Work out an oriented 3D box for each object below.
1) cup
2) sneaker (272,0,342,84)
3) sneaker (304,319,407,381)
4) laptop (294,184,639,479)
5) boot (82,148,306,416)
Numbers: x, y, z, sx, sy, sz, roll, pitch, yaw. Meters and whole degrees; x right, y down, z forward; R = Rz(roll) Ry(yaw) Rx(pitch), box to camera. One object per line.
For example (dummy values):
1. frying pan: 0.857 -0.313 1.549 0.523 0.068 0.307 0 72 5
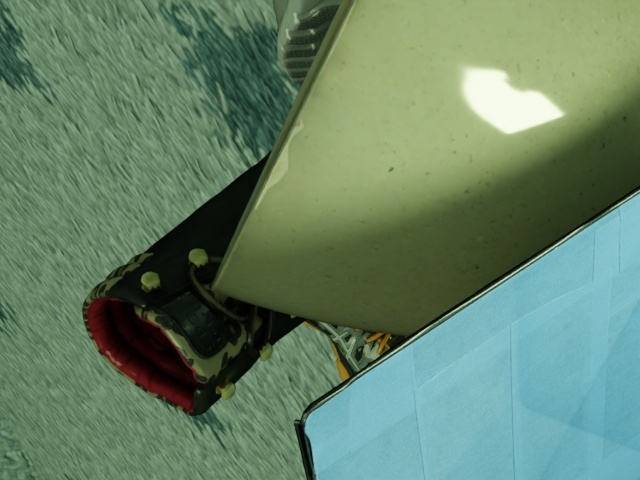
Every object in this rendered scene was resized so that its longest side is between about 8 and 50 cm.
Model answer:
1. cup: 0.111 -0.072 1.132 0.237 0.331 0.331 25 156 -4
2. sneaker: 0.009 -0.213 1.353 0.281 0.105 0.115 85 173 -59
3. sneaker: 0.039 0.068 1.701 0.083 0.084 0.215 17 149 49
4. laptop: 0.235 0.140 1.043 0.408 0.236 0.382 15 150 16
5. boot: 0.000 0.000 1.402 0.138 0.284 0.377 58 156 -18
